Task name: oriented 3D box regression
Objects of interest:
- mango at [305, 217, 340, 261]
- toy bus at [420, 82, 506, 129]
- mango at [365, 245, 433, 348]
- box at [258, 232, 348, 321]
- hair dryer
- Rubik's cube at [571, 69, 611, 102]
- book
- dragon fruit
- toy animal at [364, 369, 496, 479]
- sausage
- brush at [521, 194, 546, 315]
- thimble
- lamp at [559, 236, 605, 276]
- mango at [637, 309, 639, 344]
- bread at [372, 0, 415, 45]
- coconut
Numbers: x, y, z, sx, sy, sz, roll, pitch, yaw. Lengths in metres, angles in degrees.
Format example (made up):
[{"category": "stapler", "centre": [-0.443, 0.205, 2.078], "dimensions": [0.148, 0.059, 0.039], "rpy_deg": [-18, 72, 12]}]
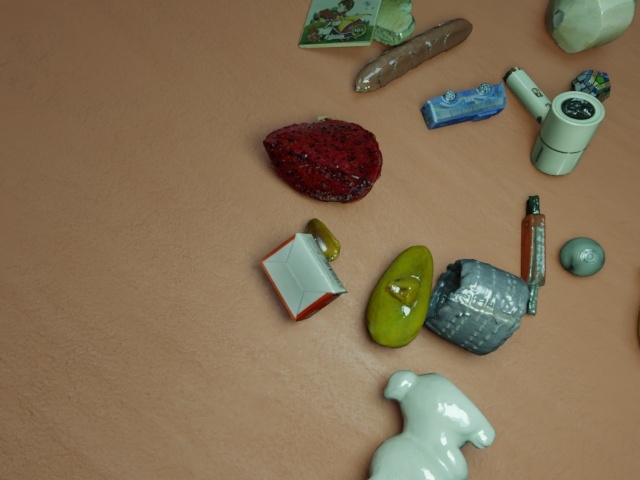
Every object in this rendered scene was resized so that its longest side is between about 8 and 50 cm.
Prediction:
[{"category": "mango", "centre": [0.000, 0.000, 1.252], "dimensions": [0.077, 0.063, 0.127], "rpy_deg": [-12, 65, -40]}, {"category": "toy bus", "centre": [0.410, -0.383, 1.395], "dimensions": [0.237, 0.079, 0.094], "rpy_deg": [-13, 91, -8]}, {"category": "mango", "centre": [0.197, 0.134, 1.182], "dimensions": [0.130, 0.167, 0.261], "rpy_deg": [25, 69, -11]}, {"category": "box", "centre": [-0.040, 0.088, 1.181], "dimensions": [0.133, 0.099, 0.182], "rpy_deg": [-39, 74, 19]}, {"category": "hair dryer", "centre": [0.614, -0.373, 1.363], "dimensions": [0.128, 0.203, 0.361], "rpy_deg": [-18, 58, -6]}, {"category": "Rubik's cube", "centre": [0.788, -0.443, 1.425], "dimensions": [0.111, 0.111, 0.093], "rpy_deg": [47, 48, 10]}, {"category": "book", "centre": [0.074, -0.710, 1.453], "dimensions": [0.229, 0.018, 0.322], "rpy_deg": [6, 71, 22]}, {"category": "dragon fruit", "centre": [0.031, -0.207, 1.286], "dimensions": [0.317, 0.152, 0.205], "rpy_deg": [24, 54, 18]}, {"category": "toy animal", "centre": [0.182, 0.465, 1.061], "dimensions": [0.241, 0.196, 0.367], "rpy_deg": [37, 72, 15]}, {"category": "sausage", "centre": [0.269, -0.544, 1.427], "dimensions": [0.433, 0.088, 0.088], "rpy_deg": [-32, 78, -13]}, {"category": "brush", "centre": [0.560, 0.037, 1.279], "dimensions": [0.051, 0.070, 0.323], "rpy_deg": [9, 76, 0]}, {"category": "thimble", "centre": [0.355, 0.151, 1.141], "dimensions": [0.172, 0.236, 0.205], "rpy_deg": [24, 82, 1]}, {"category": "lamp", "centre": [0.677, 0.042, 1.266], "dimensions": [0.105, 0.105, 0.105], "rpy_deg": [1, 73, -4]}, {"category": "mango", "centre": [0.891, 0.192, 1.225], "dimensions": [0.177, 0.120, 0.294], "rpy_deg": [11, 73, -3]}, {"category": "bread", "centre": [0.193, -0.646, 1.443], "dimensions": [0.173, 0.064, 0.232], "rpy_deg": [-10, 53, 11]}, {"category": "coconut", "centre": [0.778, -0.671, 1.435], "dimensions": [0.241, 0.241, 0.241], "rpy_deg": [1, 73, -4]}]
